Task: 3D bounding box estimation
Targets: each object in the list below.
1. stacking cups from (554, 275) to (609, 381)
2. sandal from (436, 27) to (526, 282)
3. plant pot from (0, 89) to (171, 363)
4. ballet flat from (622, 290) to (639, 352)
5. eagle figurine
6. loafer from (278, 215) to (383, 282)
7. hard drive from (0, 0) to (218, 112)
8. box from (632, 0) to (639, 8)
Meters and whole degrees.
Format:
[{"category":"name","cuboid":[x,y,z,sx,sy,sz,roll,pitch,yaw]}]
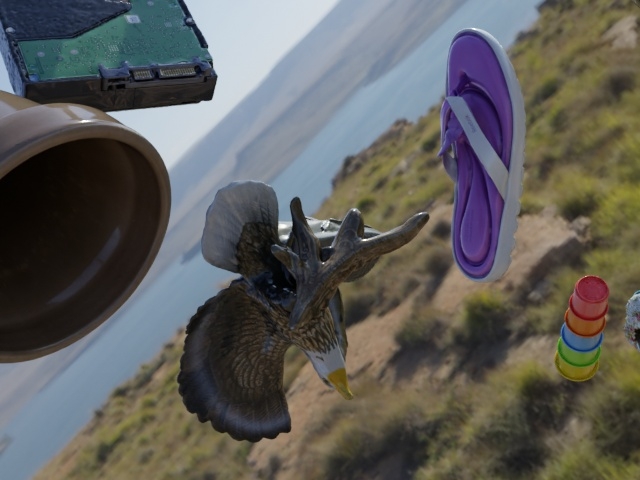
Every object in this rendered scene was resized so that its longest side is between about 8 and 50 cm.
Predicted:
[{"category":"stacking cups","cuboid":[0.533,0.183,1.812,0.096,0.096,0.316,-48,-27,-19]},{"category":"sandal","cuboid":[0.244,-0.132,1.440,0.102,0.415,0.169,-9,7,-33]},{"category":"plant pot","cuboid":[-0.316,-0.048,0.883,0.263,0.229,0.263,-36,-34,-29]},{"category":"ballet flat","cuboid":[0.575,0.162,1.571,0.091,0.241,0.077,-10,61,21]},{"category":"eagle figurine","cuboid":[-0.033,0.085,0.973,0.298,0.227,0.225,128,144,-63]},{"category":"loafer","cuboid":[0.000,0.000,1.266,0.251,0.087,0.094,4,-55,-49]},{"category":"hard drive","cuboid":[-0.295,-0.294,1.132,0.237,0.338,0.064,-11,-37,-27]},{"category":"box","cuboid":[0.421,-0.376,1.063,0.191,0.184,0.045,-44,-36,16]}]
